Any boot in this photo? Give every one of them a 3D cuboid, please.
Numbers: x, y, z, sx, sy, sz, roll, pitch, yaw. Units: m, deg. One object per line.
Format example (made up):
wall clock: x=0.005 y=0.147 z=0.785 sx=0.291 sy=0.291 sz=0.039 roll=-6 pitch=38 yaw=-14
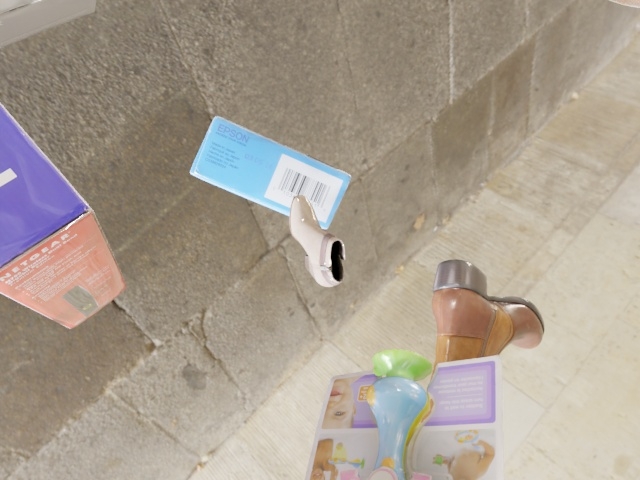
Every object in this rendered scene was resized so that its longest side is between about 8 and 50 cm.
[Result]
boot: x=0.000 y=0.000 z=0.641 sx=0.042 sy=0.087 sz=0.119 roll=-18 pitch=101 yaw=-25
boot: x=0.250 y=0.204 z=0.753 sx=0.264 sy=0.096 sz=0.281 roll=37 pitch=54 yaw=-37

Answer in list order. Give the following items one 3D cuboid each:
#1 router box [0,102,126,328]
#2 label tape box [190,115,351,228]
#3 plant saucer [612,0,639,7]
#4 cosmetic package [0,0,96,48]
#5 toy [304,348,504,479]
router box: x=-0.328 y=-0.081 z=0.466 sx=0.082 sy=0.335 sz=0.301 roll=-41 pitch=180 yaw=-22
label tape box: x=-0.097 y=-0.125 z=0.962 sx=0.333 sy=0.240 sz=0.106 roll=-136 pitch=-111 yaw=-80
plant saucer: x=0.202 y=-0.219 z=0.245 sx=0.036 sy=0.198 sz=0.199 roll=-80 pitch=-177 yaw=-62
cosmetic package: x=-0.340 y=-0.332 z=0.502 sx=0.127 sy=0.107 sz=0.238 roll=-32 pitch=108 yaw=-22
toy: x=0.025 y=0.163 z=0.275 sx=0.056 sy=0.136 sz=0.237 roll=51 pitch=40 yaw=-29
